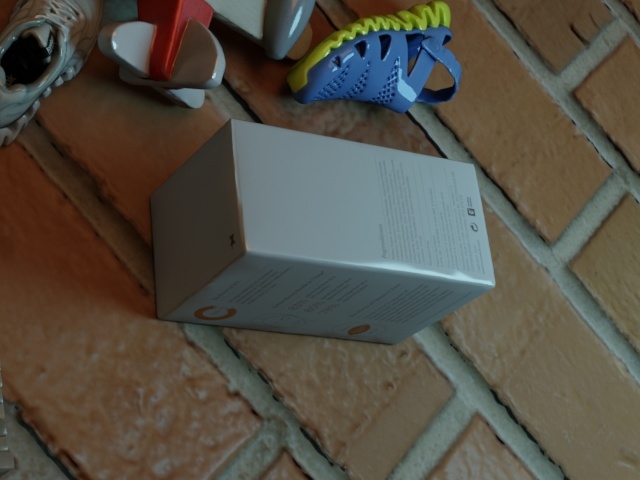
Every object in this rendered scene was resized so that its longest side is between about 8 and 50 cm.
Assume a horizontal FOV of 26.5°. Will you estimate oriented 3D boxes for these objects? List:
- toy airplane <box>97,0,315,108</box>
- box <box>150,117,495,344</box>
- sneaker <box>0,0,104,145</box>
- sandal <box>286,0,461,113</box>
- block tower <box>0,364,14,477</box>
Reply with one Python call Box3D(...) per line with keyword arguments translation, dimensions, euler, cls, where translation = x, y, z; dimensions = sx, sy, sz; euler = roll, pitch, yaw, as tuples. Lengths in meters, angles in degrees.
Box3D(translation=(-0.135, -0.356, 1.656), dimensions=(0.384, 0.272, 0.386), euler=(67, 25, -17), cls="toy airplane")
Box3D(translation=(0.000, 0.000, 1.620), dimensions=(0.345, 0.215, 0.168), euler=(8, 63, -32), cls="box")
Box3D(translation=(-0.322, -0.233, 1.582), dimensions=(0.110, 0.118, 0.292), euler=(34, 51, -13), cls="sneaker")
Box3D(translation=(0.090, -0.236, 1.866), dimensions=(0.317, 0.126, 0.138), euler=(-23, 85, -38), cls="sandal")
Box3D(translation=(-0.391, 0.085, 1.390), dimensions=(0.097, 0.091, 0.335), euler=(0, 67, -34), cls="block tower")
